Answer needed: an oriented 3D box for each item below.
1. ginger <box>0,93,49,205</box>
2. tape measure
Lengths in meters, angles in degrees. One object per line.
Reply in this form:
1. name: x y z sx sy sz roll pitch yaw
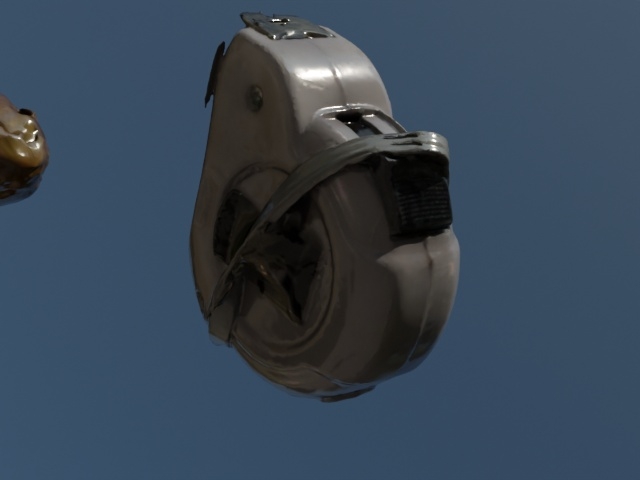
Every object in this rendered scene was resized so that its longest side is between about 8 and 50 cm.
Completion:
1. ginger: -0.413 -0.110 1.144 0.321 0.172 0.165 9 -86 3
2. tape measure: 0.000 0.000 0.736 0.197 0.120 0.236 37 -56 38
